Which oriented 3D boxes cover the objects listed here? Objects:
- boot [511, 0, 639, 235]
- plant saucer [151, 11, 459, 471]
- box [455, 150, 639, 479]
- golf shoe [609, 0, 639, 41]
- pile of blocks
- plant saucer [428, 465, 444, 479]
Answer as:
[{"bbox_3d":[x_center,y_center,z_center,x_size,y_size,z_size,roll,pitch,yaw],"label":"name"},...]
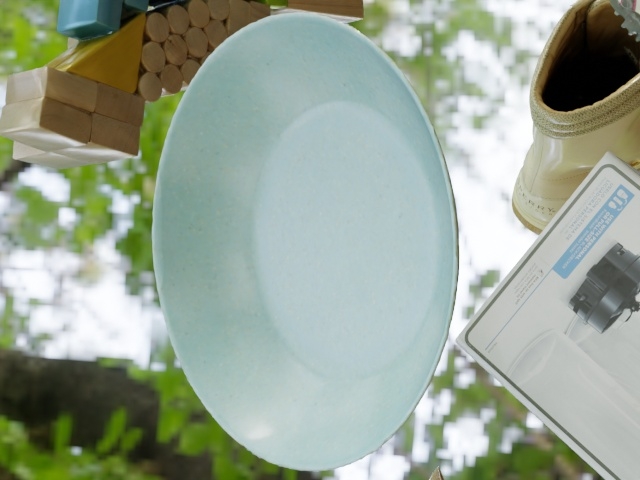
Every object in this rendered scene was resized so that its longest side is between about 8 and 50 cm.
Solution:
[{"bbox_3d":[0.252,-0.139,1.497,0.262,0.095,0.203,-42,-23,-17],"label":"boot"},{"bbox_3d":[0.000,0.000,0.812,0.037,0.195,0.195,-4,-84,-43],"label":"plant saucer"},{"bbox_3d":[0.249,0.097,1.207,0.169,0.290,0.087,-50,-26,8],"label":"box"},{"bbox_3d":[0.220,-0.207,1.203,0.105,0.273,0.120,-51,1,-29],"label":"golf shoe"},{"bbox_3d":[-0.116,-0.165,1.321,0.362,0.112,0.149,-37,-68,-44],"label":"pile of blocks"},{"bbox_3d":[0.090,0.202,1.346,0.083,0.015,0.083,-18,-90,-86],"label":"plant saucer"}]
